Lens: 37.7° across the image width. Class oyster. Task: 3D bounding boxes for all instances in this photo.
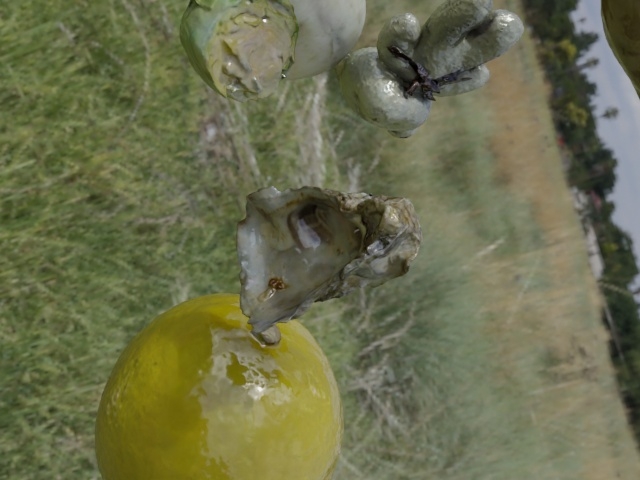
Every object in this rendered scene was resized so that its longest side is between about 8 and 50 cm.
[{"bbox_3d":[0.008,0.011,0.960,0.107,0.232,0.162,12,66,-49],"label":"oyster"}]

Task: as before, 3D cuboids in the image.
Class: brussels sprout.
[{"bbox_3d":[-0.107,-0.253,1.152,0.122,0.149,0.152,37,-58,47],"label":"brussels sprout"}]

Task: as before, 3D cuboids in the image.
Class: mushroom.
[{"bbox_3d":[-0.057,-0.341,1.297,0.246,0.246,0.202,58,38,-43],"label":"mushroom"}]

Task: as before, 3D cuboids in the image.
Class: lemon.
[{"bbox_3d":[-0.128,0.236,1.219,0.348,0.347,0.348,-18,90,-75],"label":"lemon"}]

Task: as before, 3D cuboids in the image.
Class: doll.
[{"bbox_3d":[0.150,-0.249,1.337,0.175,0.278,0.149,46,37,-14],"label":"doll"}]

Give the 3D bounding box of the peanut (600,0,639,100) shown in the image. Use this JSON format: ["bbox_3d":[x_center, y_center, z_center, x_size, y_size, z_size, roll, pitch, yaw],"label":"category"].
[{"bbox_3d":[0.405,-0.212,0.968,0.169,0.192,0.387,-50,116,-22],"label":"peanut"}]
